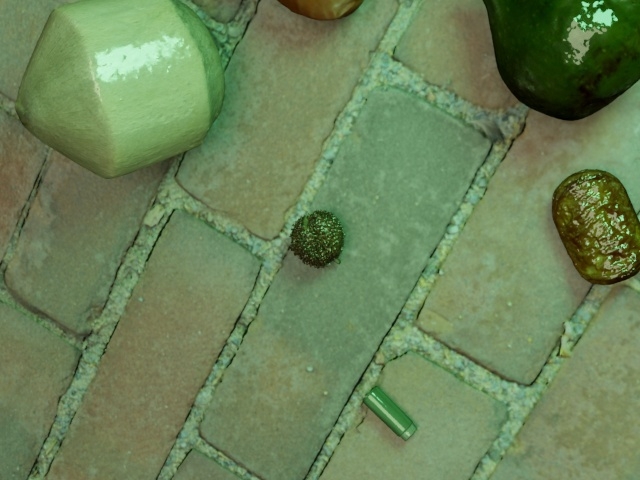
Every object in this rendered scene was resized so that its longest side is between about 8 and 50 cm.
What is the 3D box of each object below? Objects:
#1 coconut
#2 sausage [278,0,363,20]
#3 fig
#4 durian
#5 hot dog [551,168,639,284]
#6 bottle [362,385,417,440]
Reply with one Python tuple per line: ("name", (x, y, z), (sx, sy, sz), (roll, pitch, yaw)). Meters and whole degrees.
("coconut", (-0.273, -0.209, 1.197), (0.265, 0.237, 0.237), (-27, 87, -23))
("sausage", (-0.045, -0.386, 1.178), (0.258, 0.133, 0.133), (43, 108, 7))
("fig", (0.272, -0.257, 1.053), (0.244, 0.195, 0.195), (37, 106, 8))
("durian", (0.000, 0.000, 1.241), (0.080, 0.080, 0.091), (-41, 112, 19))
("hot dog", (0.346, -0.017, 1.122), (0.099, 0.065, 0.147), (-27, 81, 20))
("bottle", (0.097, 0.242, 1.255), (0.083, 0.030, 0.030), (44, 108, 8))
